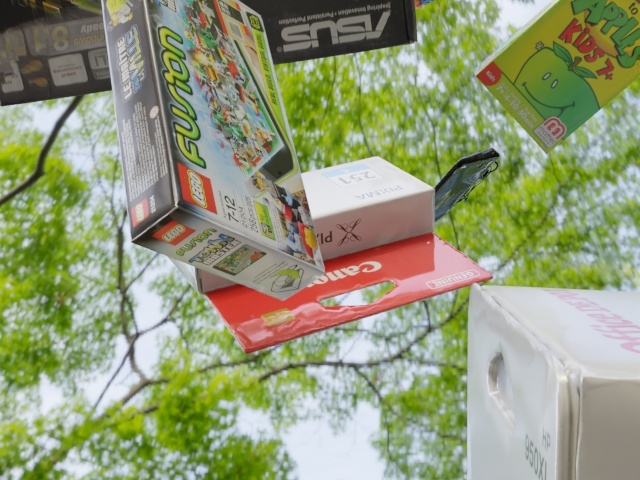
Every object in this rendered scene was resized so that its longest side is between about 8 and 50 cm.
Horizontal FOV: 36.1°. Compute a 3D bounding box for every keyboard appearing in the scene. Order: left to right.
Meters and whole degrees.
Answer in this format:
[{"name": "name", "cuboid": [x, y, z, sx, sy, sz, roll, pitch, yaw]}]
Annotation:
[{"name": "keyboard", "cuboid": [0.160, -0.066, 1.287, 0.100, 0.038, 0.192, -15, -23, -35]}]

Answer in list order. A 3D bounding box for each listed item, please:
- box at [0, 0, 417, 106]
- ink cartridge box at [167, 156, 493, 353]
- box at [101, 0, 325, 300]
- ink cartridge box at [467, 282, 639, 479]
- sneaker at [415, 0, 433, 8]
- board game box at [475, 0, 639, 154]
[{"name": "box", "cuboid": [-0.128, -0.307, 0.863, 0.394, 0.097, 0.318, -8, -68, 1]}, {"name": "ink cartridge box", "cuboid": [0.000, 0.000, 1.092, 0.296, 0.261, 0.066, -15, -62, -22]}, {"name": "box", "cuboid": [-0.066, -0.073, 0.566, 0.036, 0.207, 0.114, -34, -37, 28]}, {"name": "ink cartridge box", "cuboid": [0.284, 0.122, 0.498, 0.394, 0.285, 0.166, 2, -86, 2]}, {"name": "sneaker", "cuboid": [0.118, -0.346, 1.007, 0.087, 0.083, 0.221, -3, -93, 15]}, {"name": "board game box", "cuboid": [0.226, -0.167, 0.809, 0.181, 0.043, 0.092, -42, -84, 19]}]
